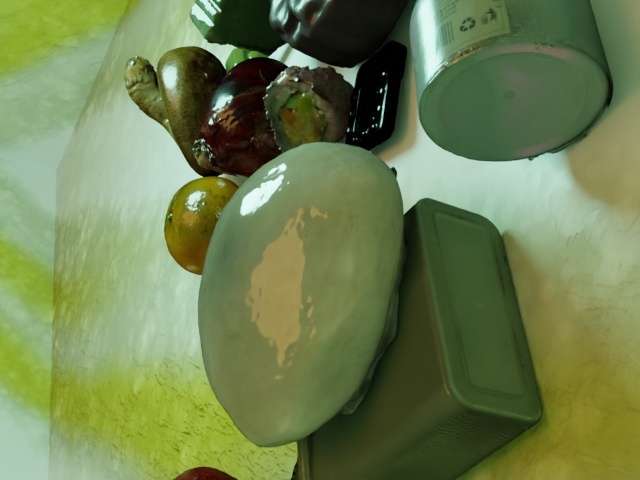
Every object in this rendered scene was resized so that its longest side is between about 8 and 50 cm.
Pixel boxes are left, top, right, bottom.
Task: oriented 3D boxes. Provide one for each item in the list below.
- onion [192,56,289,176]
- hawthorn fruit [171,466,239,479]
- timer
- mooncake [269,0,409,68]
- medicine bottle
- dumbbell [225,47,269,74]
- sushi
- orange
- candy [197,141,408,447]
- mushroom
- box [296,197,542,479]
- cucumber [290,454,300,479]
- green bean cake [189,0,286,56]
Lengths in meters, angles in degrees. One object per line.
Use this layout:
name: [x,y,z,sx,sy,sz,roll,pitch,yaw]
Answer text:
onion: [-0.138,-0.263,2.129,0.281,0.221,0.281,-28,48,36]
hawthorn fruit: [-0.218,0.535,1.799,0.284,0.285,0.369,-62,23,27]
timer: [0.103,-0.250,1.822,0.144,0.055,0.187,-27,49,59]
mooncake: [0.051,-0.508,1.865,0.381,0.212,0.350,-62,27,25]
medicine bottle: [0.240,-0.286,1.346,0.245,0.245,0.290,-45,37,47]
dumbbell: [-0.113,-0.470,2.307,0.302,0.108,0.121,-55,33,36]
sushi: [-0.004,-0.231,1.949,0.161,0.241,0.107,7,43,27]
orange: [-0.264,-0.039,2.316,0.240,0.171,0.240,-39,43,49]
candy: [-0.050,0.076,1.431,0.386,0.186,0.427,-19,61,51]
mushroom: [-0.285,-0.306,2.390,0.239,0.345,0.345,-20,55,29]
box: [0.119,0.174,1.434,0.344,0.177,0.352,-46,38,41]
cucumber: [-0.019,0.428,1.702,0.062,0.078,0.211,20,-93,-83]
green bean cake: [-0.135,-0.500,2.087,0.125,0.227,0.222,52,130,38]
